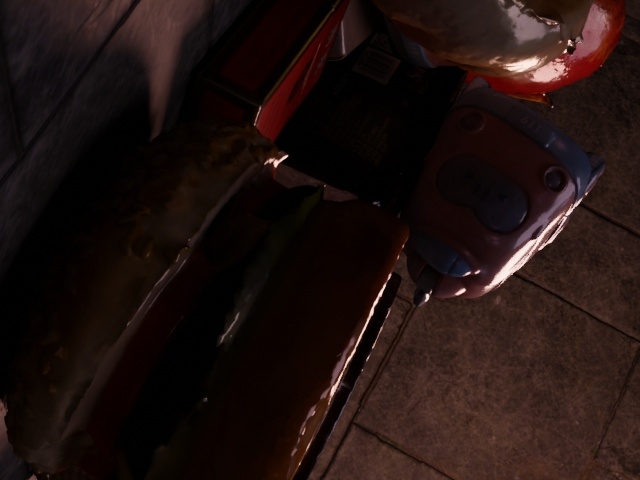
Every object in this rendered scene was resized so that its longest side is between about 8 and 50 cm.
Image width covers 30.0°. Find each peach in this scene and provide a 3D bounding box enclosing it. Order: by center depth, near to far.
[{"bbox_3d":[0.329,-0.444,2.125,0.335,0.406,0.310,-51,147,-7],"label":"peach"}]

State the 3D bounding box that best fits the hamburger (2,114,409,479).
[{"bbox_3d":[-0.092,0.072,0.963,0.330,0.250,0.330,25,90,-88],"label":"hamburger"}]

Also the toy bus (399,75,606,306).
[{"bbox_3d":[0.199,-0.039,1.490,0.232,0.197,0.294,-51,172,-16],"label":"toy bus"}]

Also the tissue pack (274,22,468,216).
[{"bbox_3d":[0.027,-0.123,1.489,0.370,0.210,0.198,-56,166,-47],"label":"tissue pack"}]

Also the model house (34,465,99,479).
[{"bbox_3d":[-0.184,0.205,1.271,0.183,0.172,0.166,-58,176,-35],"label":"model house"}]

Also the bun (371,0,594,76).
[{"bbox_3d":[0.124,-0.278,1.153,0.165,0.299,0.299,-34,-165,40],"label":"bun"}]

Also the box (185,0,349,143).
[{"bbox_3d":[-0.052,-0.157,1.149,0.153,0.074,0.240,108,9,-47],"label":"box"}]

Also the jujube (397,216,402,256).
[{"bbox_3d":[0.000,0.000,1.743,0.213,0.232,0.213,-62,178,-3],"label":"jujube"}]

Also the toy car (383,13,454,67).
[{"bbox_3d":[0.179,-0.327,1.367,0.180,0.212,0.270,62,39,-59],"label":"toy car"}]

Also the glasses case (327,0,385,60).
[{"bbox_3d":[0.021,-0.282,1.366,0.193,0.070,0.102,-51,142,-57],"label":"glasses case"}]
